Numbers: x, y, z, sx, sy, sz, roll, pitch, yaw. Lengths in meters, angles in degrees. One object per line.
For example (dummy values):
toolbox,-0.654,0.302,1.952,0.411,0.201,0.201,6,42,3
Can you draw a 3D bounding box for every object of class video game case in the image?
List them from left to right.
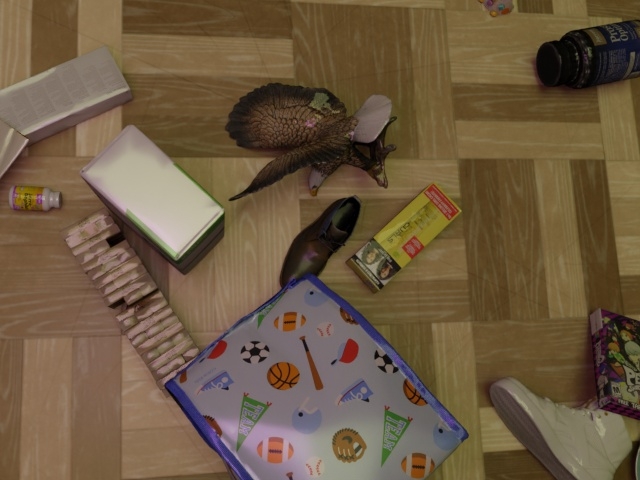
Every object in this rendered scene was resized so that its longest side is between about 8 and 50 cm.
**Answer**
video game case,0.644,0.257,1.324,0.232,0.041,0.210,18,51,-6

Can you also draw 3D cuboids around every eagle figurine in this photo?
eagle figurine,-0.019,-0.170,1.253,0.299,0.226,0.225,6,99,-14

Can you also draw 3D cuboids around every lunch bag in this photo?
lunch bag,-0.019,0.284,1.127,0.328,0.239,0.385,-39,80,-20

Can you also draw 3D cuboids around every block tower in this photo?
block tower,-0.321,0.109,1.195,0.097,0.091,0.335,-32,87,-13

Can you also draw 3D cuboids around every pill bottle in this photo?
pill bottle,-0.510,-0.075,1.218,0.083,0.043,0.043,2,80,-10
pill bottle,0.574,-0.386,1.427,0.219,0.123,0.122,-13,82,-12

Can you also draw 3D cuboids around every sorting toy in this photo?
sorting toy,0.378,-0.523,1.441,0.045,0.075,0.083,-40,88,-14

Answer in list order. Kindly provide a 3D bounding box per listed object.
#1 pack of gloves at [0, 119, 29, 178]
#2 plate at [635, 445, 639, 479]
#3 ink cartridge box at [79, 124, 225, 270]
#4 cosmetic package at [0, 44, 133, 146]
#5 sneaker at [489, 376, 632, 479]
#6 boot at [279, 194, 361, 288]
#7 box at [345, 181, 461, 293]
pack of gloves,-0.643,-0.130,1.199,0.195,0.046,0.232,34,88,9
plate,0.704,0.457,1.349,0.188,0.024,0.188,2,80,-9
ink cartridge box,-0.268,-0.054,1.141,0.198,0.273,0.114,42,78,0
cosmetic package,-0.477,-0.259,1.248,0.239,0.060,0.098,-27,84,-13
sneaker,0.463,0.335,1.296,0.169,0.108,0.292,-42,94,-21
boot,0.000,0.000,1.263,0.082,0.106,0.219,36,76,-2
box,0.161,-0.006,1.318,0.232,0.058,0.087,-41,88,-15
